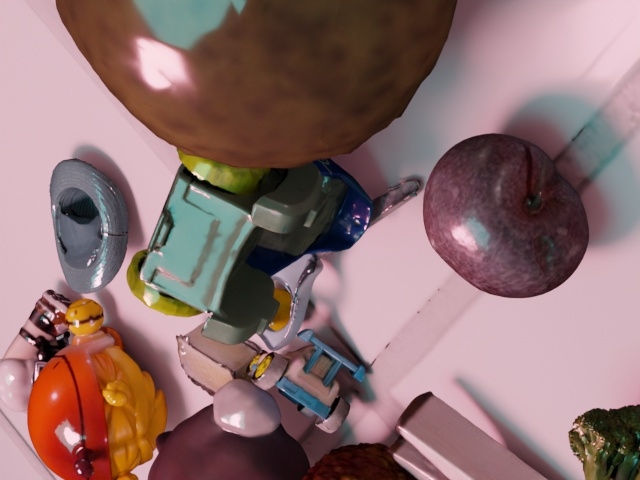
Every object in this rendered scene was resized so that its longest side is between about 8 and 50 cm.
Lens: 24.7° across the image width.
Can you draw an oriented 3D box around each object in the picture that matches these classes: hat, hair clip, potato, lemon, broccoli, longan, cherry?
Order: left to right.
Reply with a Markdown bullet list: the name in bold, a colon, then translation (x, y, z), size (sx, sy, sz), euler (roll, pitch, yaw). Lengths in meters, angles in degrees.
- **hat**: translation (-0.318, -0.025, 2.046), size (0.138, 0.078, 0.191), euler (7, 104, 37)
- **potato**: translation (-0.137, 0.166, 1.992), size (0.122, 0.061, 0.086), euler (27, 136, 37)
- **longan**: translation (-0.055, -0.261, 1.323), size (0.391, 0.391, 0.391), euler (30, 137, 32)
- **lemon**: translation (-0.059, 0.091, 1.840), size (0.092, 0.065, 0.065), euler (7, 122, 47)
- **cherry**: translation (0.171, -0.022, 1.417), size (0.176, 0.140, 0.176), euler (35, 154, 20)
- **hair clip**: translation (0.225, 0.300, 1.653), size (0.331, 0.085, 0.101), euler (35, 142, 18)
- **broccoli**: translation (0.311, 0.220, 1.437), size (0.146, 0.138, 0.162), euler (-1, 136, 39)

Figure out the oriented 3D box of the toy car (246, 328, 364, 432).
- **toy car**: translation (-0.018, 0.166, 1.850), size (0.126, 0.098, 0.161), euler (37, 177, -11)

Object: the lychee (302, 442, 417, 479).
- **lychee**: translation (0.066, 0.365, 1.774), size (0.271, 0.236, 0.236), euler (29, 140, 6)

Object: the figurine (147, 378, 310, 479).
- **figurine**: translation (-0.095, 0.340, 1.981), size (0.218, 0.206, 0.365), euler (63, -177, 19)

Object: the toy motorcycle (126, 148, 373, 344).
- **toy motorcycle**: translation (-0.054, -0.037, 1.562), size (0.200, 0.326, 0.191), euler (28, 118, 6)

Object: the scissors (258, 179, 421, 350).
- **scissors**: translation (-0.001, 0.000, 1.696), size (0.360, 0.029, 0.191), euler (-30, 68, 48)

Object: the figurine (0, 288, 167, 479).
- **figurine**: translation (-0.359, 0.248, 2.197), size (0.323, 0.196, 0.320), euler (28, 131, 48)
